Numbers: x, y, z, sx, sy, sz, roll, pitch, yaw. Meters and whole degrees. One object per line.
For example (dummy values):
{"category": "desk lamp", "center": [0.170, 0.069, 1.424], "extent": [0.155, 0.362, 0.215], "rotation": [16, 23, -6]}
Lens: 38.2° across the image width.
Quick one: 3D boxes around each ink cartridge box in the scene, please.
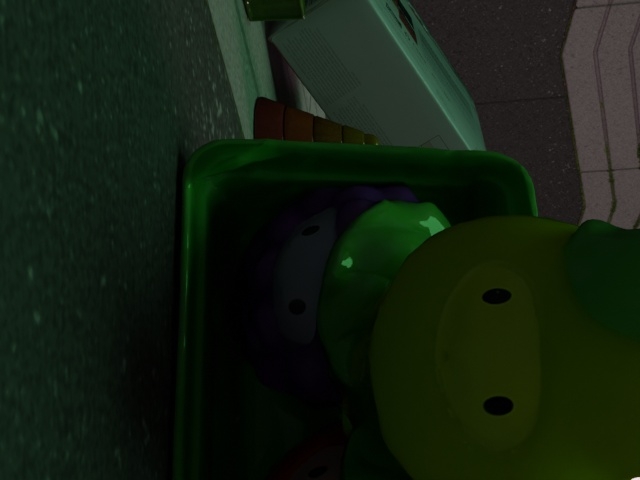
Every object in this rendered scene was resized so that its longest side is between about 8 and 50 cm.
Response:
{"category": "ink cartridge box", "center": [0.083, -0.220, 1.206], "extent": [0.309, 0.130, 0.272], "rotation": [51, 22, -24]}

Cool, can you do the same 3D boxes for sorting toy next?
{"category": "sorting toy", "center": [0.000, 0.000, 0.895], "extent": [0.127, 0.126, 0.365], "rotation": [79, 8, -50]}

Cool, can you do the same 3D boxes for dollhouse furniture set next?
{"category": "dollhouse furniture set", "center": [-0.047, -0.297, 0.954], "extent": [0.076, 0.059, 0.151], "rotation": [78, 10, -58]}

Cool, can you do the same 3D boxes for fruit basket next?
{"category": "fruit basket", "center": [0.054, 0.095, 0.553], "extent": [0.392, 0.283, 0.392], "rotation": [-178, -90, -82]}
